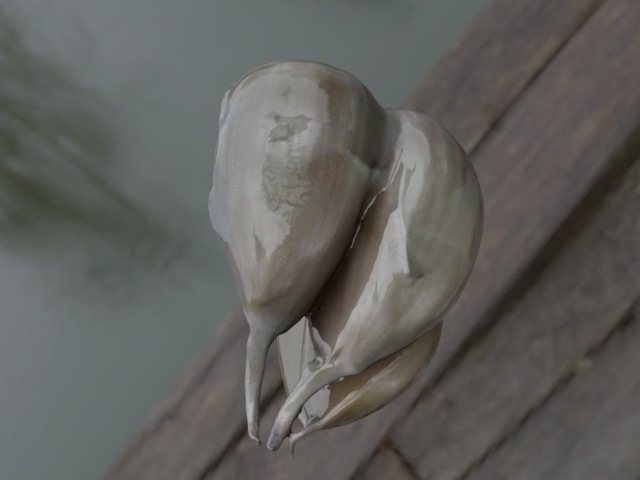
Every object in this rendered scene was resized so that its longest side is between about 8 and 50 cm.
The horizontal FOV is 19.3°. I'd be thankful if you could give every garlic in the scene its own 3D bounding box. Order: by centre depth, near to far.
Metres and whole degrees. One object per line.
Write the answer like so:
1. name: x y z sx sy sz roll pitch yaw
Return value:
1. garlic: 0.000 0.000 1.326 0.292 0.210 0.237 -85 19 -47
